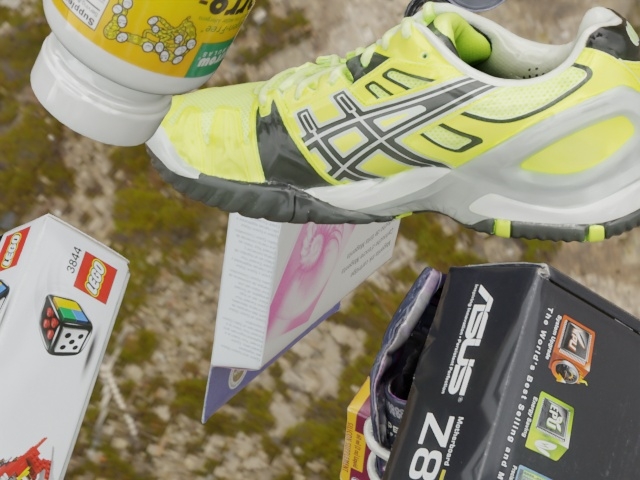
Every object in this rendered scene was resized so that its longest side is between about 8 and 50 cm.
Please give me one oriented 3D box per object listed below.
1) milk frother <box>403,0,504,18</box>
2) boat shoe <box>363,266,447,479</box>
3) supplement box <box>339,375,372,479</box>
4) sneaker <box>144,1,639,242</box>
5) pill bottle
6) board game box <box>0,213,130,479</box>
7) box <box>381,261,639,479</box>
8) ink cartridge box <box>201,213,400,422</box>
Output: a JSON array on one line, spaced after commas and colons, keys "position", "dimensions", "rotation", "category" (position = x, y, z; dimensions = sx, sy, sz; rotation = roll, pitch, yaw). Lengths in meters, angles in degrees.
[{"position": [0.148, -0.266, 1.510], "dimensions": [0.129, 0.135, 0.143], "rotation": [-7, 109, 7], "category": "milk frother"}, {"position": [0.067, 0.180, 1.008], "dimensions": [0.127, 0.158, 0.340], "rotation": [10, 70, 37], "category": "boat shoe"}, {"position": [0.120, 0.196, 1.267], "dimensions": [0.188, 0.104, 0.081], "rotation": [22, 44, 19], "category": "supplement box"}, {"position": [0.053, -0.096, 0.992], "dimensions": [0.385, 0.145, 0.147], "rotation": [2, 116, 20], "category": "sneaker"}, {"position": [-0.095, -0.162, 0.841], "dimensions": [0.117, 0.117, 0.208], "rotation": [47, 122, 22], "category": "pill bottle"}, {"position": [-0.194, 0.148, 0.591], "dimensions": [0.193, 0.053, 0.305], "rotation": [-19, 47, 44], "category": "board game box"}, {"position": [0.156, 0.253, 0.861], "dimensions": [0.097, 0.318, 0.395], "rotation": [-2, 63, 53], "category": "box"}, {"position": [0.000, 0.000, 1.491], "dimensions": [0.071, 0.324, 0.330], "rotation": [19, 119, 21], "category": "ink cartridge box"}]
